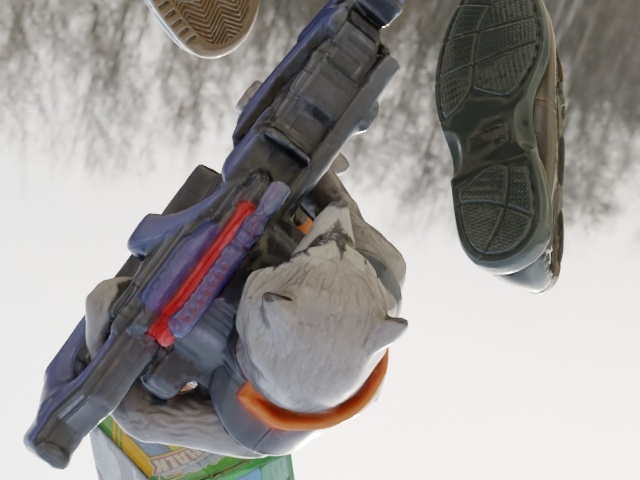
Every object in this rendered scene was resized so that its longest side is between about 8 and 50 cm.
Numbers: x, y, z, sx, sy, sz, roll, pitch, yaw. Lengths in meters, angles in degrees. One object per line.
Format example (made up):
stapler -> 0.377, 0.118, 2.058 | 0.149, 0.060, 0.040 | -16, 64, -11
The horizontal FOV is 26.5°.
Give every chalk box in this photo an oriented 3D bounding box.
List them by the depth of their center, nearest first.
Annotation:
chalk box -> -0.103, 0.231, 1.243 | 0.132, 0.132, 0.213 | -21, -147, -28

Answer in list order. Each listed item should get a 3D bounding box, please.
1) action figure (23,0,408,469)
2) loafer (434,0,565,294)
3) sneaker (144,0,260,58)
action figure -> 0.000, 0.000, 0.761 | 0.178, 0.341, 0.330 | 37, -175, -10
loafer -> 0.146, -0.083, 1.054 | 0.096, 0.267, 0.084 | -13, 147, 28
sneaker -> -0.148, -0.268, 0.999 | 0.099, 0.282, 0.153 | -36, -152, -22
